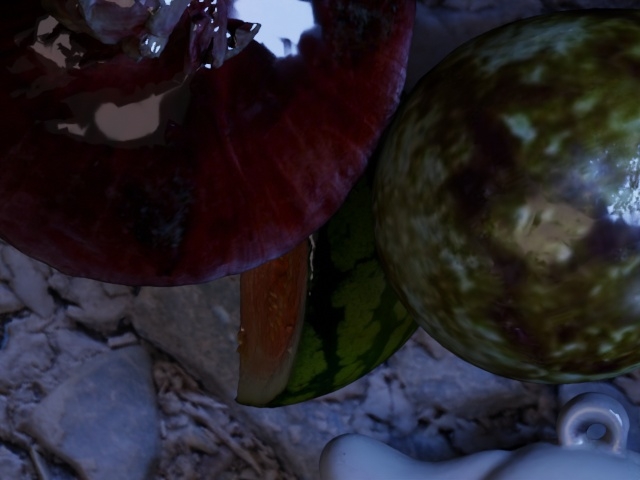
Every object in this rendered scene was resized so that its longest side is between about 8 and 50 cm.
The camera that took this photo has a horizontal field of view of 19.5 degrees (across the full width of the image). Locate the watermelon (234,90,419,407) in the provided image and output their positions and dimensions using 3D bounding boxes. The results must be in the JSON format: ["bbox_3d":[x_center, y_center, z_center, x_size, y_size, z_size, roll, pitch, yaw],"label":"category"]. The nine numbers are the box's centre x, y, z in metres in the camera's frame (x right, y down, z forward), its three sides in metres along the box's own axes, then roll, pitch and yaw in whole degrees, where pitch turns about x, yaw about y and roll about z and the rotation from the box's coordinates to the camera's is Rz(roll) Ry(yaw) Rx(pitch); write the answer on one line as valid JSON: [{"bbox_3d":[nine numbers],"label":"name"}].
[{"bbox_3d":[0.001,0.011,1.332,0.159,0.128,0.303,9,115,14],"label":"watermelon"}]

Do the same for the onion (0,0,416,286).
[{"bbox_3d":[-0.100,-0.140,1.132,0.348,0.285,0.347,0,94,-4],"label":"onion"}]

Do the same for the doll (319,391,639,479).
[{"bbox_3d":[0.209,0.286,1.374,0.376,0.187,0.365,-1,102,30],"label":"doll"}]

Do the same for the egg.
[{"bbox_3d":[0.175,-0.034,1.199,0.289,0.238,0.238,-21,105,10],"label":"egg"}]
